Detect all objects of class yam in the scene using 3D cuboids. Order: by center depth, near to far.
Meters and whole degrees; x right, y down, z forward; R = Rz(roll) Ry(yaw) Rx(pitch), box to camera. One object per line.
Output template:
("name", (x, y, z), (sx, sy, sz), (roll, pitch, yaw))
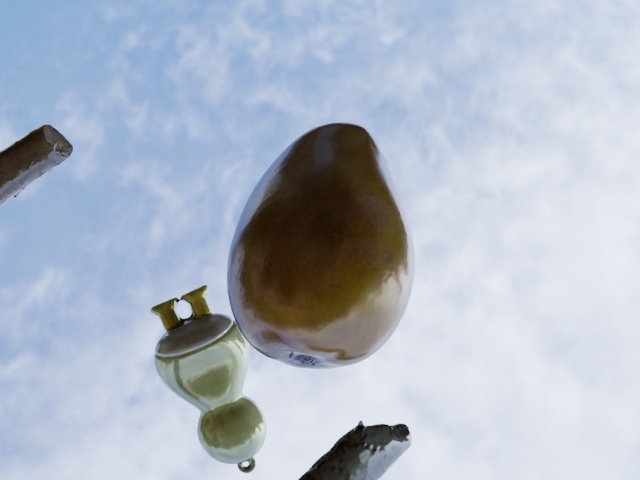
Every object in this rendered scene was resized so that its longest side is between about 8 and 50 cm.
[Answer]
("yam", (-0.389, -0.055, 1.163), (0.241, 0.057, 0.056), (-32, -134, 12))

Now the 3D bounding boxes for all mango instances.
("mango", (0.000, 0.000, 1.324), (0.264, 0.221, 0.378), (-45, -152, 40))

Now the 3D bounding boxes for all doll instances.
("doll", (-0.161, 0.217, 1.535), (0.141, 0.296, 0.117), (-21, -163, -11))

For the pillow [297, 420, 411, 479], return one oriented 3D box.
("pillow", (0.016, 0.295, 1.252), (0.241, 0.093, 0.051), (-39, -145, -19))
